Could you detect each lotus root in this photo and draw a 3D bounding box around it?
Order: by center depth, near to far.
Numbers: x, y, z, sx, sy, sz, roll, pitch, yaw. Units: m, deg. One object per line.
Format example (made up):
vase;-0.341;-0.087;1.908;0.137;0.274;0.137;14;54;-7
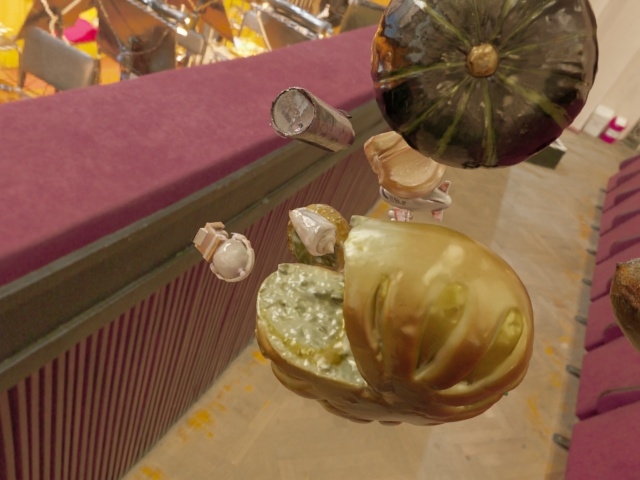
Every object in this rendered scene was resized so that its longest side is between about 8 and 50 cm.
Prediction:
lotus root;0.859;0.206;1.285;0.142;0.210;0.314;-26;86;-38

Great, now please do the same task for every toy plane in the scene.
toy plane;0.287;-0.138;1.523;0.118;0.252;0.252;7;36;-48

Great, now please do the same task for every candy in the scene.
candy;0.000;0.000;1.700;0.260;0.260;0.118;39;41;19

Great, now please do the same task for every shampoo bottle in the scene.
shampoo bottle;0.001;-0.169;0.729;0.072;0.072;0.214;36;14;15

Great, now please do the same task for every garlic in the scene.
garlic;0.258;-0.220;1.438;0.227;0.110;0.217;-17;68;-5

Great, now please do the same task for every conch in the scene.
conch;-0.018;-0.026;1.397;0.176;0.104;0.094;43;0;39

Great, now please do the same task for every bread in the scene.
bread;0.085;0.124;0.596;0.333;0.333;0.160;22;46;-3

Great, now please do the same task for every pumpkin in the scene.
pumpkin;0.235;-0.265;0.742;0.323;0.323;0.241;24;16;-1

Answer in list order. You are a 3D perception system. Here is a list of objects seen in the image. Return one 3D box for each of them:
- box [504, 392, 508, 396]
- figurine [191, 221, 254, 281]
box;0.647;0.524;1.947;0.199;0.081;0.135;17;7;23
figurine;-0.304;0.042;1.626;0.236;0.163;0.141;36;11;26
